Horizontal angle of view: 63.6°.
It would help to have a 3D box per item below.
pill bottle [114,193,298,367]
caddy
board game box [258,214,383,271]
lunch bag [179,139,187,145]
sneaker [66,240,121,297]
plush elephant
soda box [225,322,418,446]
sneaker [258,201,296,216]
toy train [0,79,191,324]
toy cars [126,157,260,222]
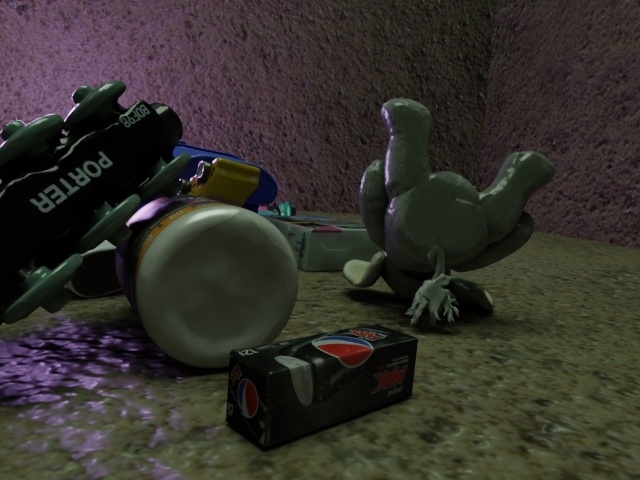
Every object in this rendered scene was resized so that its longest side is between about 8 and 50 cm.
[{"bbox_3d":[-0.151,0.029,0.604,0.162,0.162,0.278,0,8,-28],"label":"pill bottle"},{"bbox_3d":[-0.263,-0.086,1.167,0.341,0.241,0.179,6,8,-42],"label":"caddy"},{"bbox_3d":[0.000,0.000,1.247,0.224,0.097,0.303,1,6,-29],"label":"board game box"},{"bbox_3d":[-0.408,-0.148,1.409,0.138,0.293,0.221,1,7,-29],"label":"lunch bag"},{"bbox_3d":[-0.288,0.018,0.850,0.123,0.105,0.290,13,12,42],"label":"sneaker"},{"bbox_3d":[0.175,-0.005,0.831,0.272,0.330,0.255,17,-16,0],"label":"plush elephant"},{"bbox_3d":[0.008,0.112,0.428,0.169,0.060,0.053,-2,10,-43],"label":"soda box"},{"bbox_3d":[-0.163,-0.063,1.538,0.179,0.123,0.295,-5,17,-25],"label":"sneaker"},{"bbox_3d":[-0.267,-0.027,0.504,0.190,0.142,0.334,-28,22,39],"label":"toy train"},{"bbox_3d":[-0.284,-0.064,0.912,0.394,0.087,0.176,-3,-17,13],"label":"toy cars"}]
